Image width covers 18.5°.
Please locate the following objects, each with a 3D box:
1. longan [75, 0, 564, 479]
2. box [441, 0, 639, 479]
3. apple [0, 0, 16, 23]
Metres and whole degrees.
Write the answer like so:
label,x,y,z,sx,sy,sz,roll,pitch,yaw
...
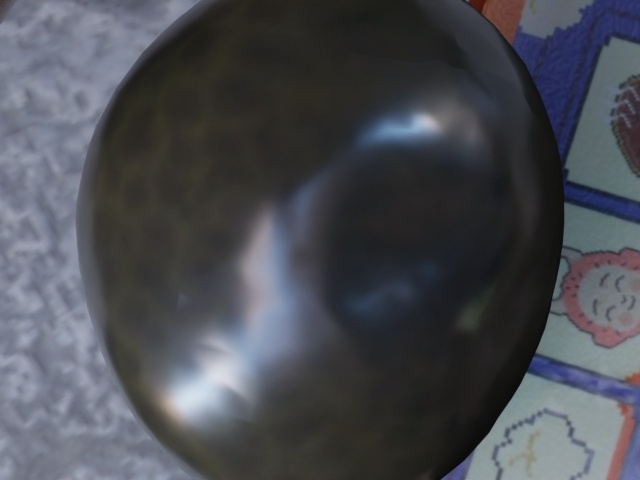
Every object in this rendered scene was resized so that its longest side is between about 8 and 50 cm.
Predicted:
label,x,y,z,sx,sy,sz,roll,pitch,yaw
longan,0.000,0.000,0.751,0.198,0.198,0.212,-6,92,28
box,0.166,0.049,0.996,0.257,0.348,0.319,16,88,11
apple,-0.203,-0.152,0.817,0.174,0.188,0.188,-30,92,43
